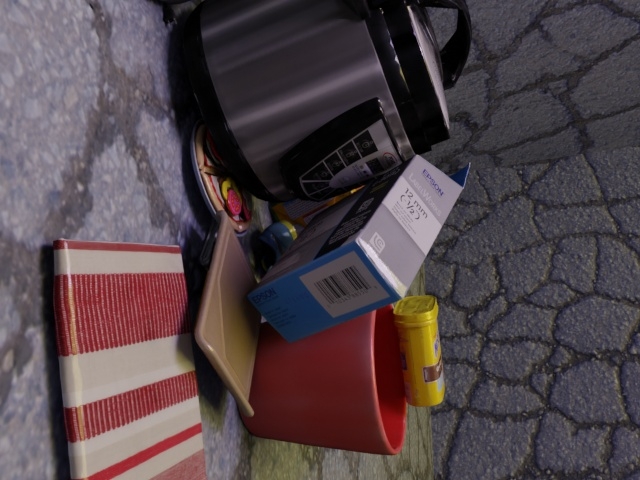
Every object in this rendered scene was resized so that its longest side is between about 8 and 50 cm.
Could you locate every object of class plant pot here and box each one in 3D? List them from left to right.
[{"bbox_3d":[0.004,0.231,1.057,0.275,0.243,0.274,-8,90,-74],"label":"plant pot"}]

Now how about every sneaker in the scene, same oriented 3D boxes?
[{"bbox_3d":[-0.081,0.062,1.194,0.082,0.069,0.209,-35,132,-35],"label":"sneaker"}]

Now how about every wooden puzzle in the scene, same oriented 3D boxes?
[{"bbox_3d":[-0.134,0.109,0.917,0.221,0.044,0.238,75,12,-49],"label":"wooden puzzle"}]

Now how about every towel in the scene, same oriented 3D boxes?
[{"bbox_3d":[-0.214,0.166,0.712,0.237,0.037,0.328,9,74,-73],"label":"towel"},{"bbox_3d":[-0.152,0.044,1.014,0.152,0.023,0.113,70,22,-43],"label":"towel"}]

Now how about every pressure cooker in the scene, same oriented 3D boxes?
[{"bbox_3d":[0.036,-0.286,1.011,0.369,0.421,0.375,-85,153,-61],"label":"pressure cooker"}]

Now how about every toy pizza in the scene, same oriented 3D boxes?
[{"bbox_3d":[-0.150,-0.104,1.008,0.201,0.032,0.201,-16,90,-77],"label":"toy pizza"}]

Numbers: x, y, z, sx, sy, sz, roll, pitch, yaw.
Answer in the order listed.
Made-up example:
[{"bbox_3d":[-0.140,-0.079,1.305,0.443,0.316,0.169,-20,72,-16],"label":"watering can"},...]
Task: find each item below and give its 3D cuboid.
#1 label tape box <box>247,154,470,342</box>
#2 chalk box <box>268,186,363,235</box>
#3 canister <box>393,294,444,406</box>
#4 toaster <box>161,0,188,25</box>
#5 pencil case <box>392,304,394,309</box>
[{"bbox_3d":[0.071,-0.017,0.982,0.115,0.249,0.347,48,45,-13],"label":"label tape box"},{"bbox_3d":[0.054,-0.078,1.349,0.179,0.180,0.289,59,27,-8],"label":"chalk box"},{"bbox_3d":[0.180,0.196,1.116,0.126,0.074,0.169,-37,120,-73],"label":"canister"},{"bbox_3d":[-0.186,-0.437,0.880,0.129,0.147,0.226,-38,120,-71],"label":"toaster"},{"bbox_3d":[0.145,0.264,1.758,0.273,0.114,0.124,-65,162,-63],"label":"pencil case"}]
